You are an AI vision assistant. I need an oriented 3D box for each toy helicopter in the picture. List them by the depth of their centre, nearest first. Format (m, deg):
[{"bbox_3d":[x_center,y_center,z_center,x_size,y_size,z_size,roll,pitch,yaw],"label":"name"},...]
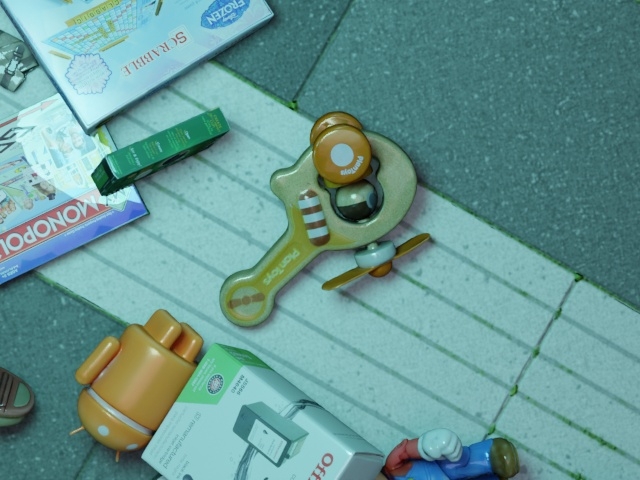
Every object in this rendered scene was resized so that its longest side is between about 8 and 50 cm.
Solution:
[{"bbox_3d":[0.000,0.000,1.844,0.235,0.140,0.355,43,99,-12],"label":"toy helicopter"}]

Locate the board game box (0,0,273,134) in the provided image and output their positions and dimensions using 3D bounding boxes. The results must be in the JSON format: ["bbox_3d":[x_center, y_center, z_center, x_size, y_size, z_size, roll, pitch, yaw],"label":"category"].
[{"bbox_3d":[-0.285,-0.366,1.806,0.319,0.066,0.318,-33,92,-12],"label":"board game box"}]

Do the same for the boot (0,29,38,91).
[{"bbox_3d":[-0.470,-0.247,1.832,0.118,0.042,0.087,-45,96,-2],"label":"boot"}]

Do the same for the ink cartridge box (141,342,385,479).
[{"bbox_3d":[-0.080,0.300,1.761,0.273,0.115,0.198,34,94,28],"label":"ink cartridge box"}]

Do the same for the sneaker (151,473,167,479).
[{"bbox_3d":[-0.131,0.426,1.812,0.270,0.145,0.090,37,88,-3],"label":"sneaker"}]

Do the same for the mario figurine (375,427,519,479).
[{"bbox_3d":[0.128,0.377,1.815,0.321,0.170,0.198,-7,78,-7],"label":"mario figurine"}]

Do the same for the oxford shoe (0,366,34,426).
[{"bbox_3d":[-0.585,0.230,1.813,0.348,0.123,0.130,10,116,-5],"label":"oxford shoe"}]

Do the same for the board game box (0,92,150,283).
[{"bbox_3d":[-0.436,-0.065,1.835,0.317,0.046,0.213,-26,92,-3],"label":"board game box"}]

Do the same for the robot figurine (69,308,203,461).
[{"bbox_3d":[-0.257,0.208,1.810,0.128,0.158,0.219,35,88,19],"label":"robot figurine"}]

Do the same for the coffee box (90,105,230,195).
[{"bbox_3d":[-0.226,-0.125,1.788,0.184,0.113,0.040,-27,89,-23],"label":"coffee box"}]
